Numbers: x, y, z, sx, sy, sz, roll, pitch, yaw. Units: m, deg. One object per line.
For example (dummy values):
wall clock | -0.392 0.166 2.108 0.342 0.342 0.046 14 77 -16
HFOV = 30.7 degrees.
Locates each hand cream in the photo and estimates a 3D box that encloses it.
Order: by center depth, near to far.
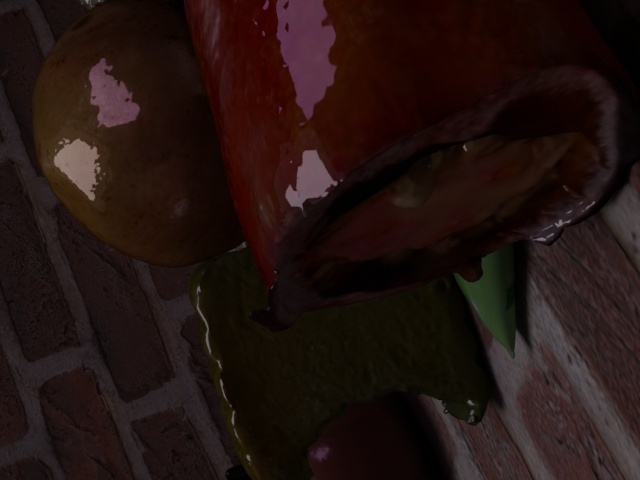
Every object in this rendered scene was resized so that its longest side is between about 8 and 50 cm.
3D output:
hand cream | 0.122 0.008 0.884 0.095 0.046 0.175 59 172 39

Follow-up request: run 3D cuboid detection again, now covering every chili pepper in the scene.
chili pepper | 0.035 -0.126 0.697 0.251 0.229 0.305 82 173 -60

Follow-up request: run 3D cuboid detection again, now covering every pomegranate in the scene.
pomegranate | -0.183 -0.146 1.432 0.338 0.338 0.338 159 90 -79

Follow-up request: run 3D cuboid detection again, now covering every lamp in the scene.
lamp | 0.008 0.292 1.437 0.305 0.239 0.305 158 90 -80

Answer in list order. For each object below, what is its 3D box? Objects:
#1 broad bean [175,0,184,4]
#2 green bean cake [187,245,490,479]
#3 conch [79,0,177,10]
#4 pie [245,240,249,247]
broad bean | -0.192 -0.415 1.406 0.238 0.119 0.291 87 158 -58
green bean cake | 0.013 0.093 1.068 0.124 0.236 0.233 -164 56 -80
conch | -0.302 -0.400 1.902 0.245 0.163 0.178 10 -108 -68
pie | -0.094 -0.059 1.735 0.306 0.071 0.306 158 90 -80
